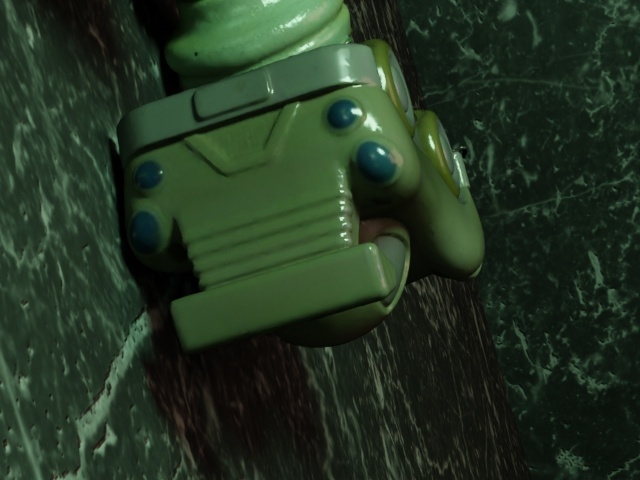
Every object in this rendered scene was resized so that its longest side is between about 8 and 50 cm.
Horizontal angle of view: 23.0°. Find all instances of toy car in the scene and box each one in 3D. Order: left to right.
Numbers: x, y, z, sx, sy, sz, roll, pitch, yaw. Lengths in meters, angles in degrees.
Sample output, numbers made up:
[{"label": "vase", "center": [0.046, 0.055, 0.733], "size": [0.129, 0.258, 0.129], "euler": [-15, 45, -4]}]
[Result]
[{"label": "toy car", "center": [0.000, 0.000, 1.278], "size": [0.336, 0.242, 0.226], "euler": [45, 30, -66]}]

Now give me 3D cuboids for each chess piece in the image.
[{"label": "chess piece", "center": [-0.100, -0.284, 1.357], "size": [0.175, 0.176, 0.298], "euler": [-83, 152, -60]}]
